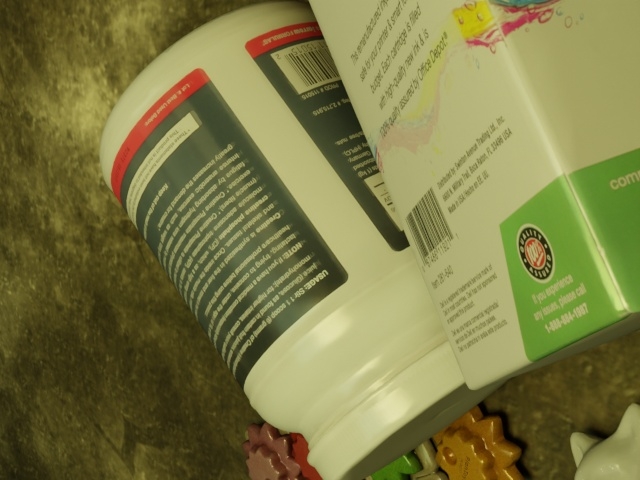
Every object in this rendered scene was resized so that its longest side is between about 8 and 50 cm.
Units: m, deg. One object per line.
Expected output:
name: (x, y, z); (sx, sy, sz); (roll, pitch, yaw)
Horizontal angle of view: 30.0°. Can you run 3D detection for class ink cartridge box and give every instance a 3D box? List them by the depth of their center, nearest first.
ink cartridge box: (0.099, -0.085, 0.596); (0.201, 0.117, 0.278); (125, 125, -71)

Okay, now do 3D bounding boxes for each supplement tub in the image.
supplement tub: (0.000, 0.000, 0.770); (0.272, 0.191, 0.191); (55, 141, 16)

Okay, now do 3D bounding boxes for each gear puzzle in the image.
gear puzzle: (0.043, 0.203, 0.941); (0.339, 0.044, 0.175); (-30, 85, 52)

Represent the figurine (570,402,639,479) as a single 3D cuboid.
figurine: (0.240, 0.180, 0.672); (0.215, 0.092, 0.209); (-35, 73, 53)
